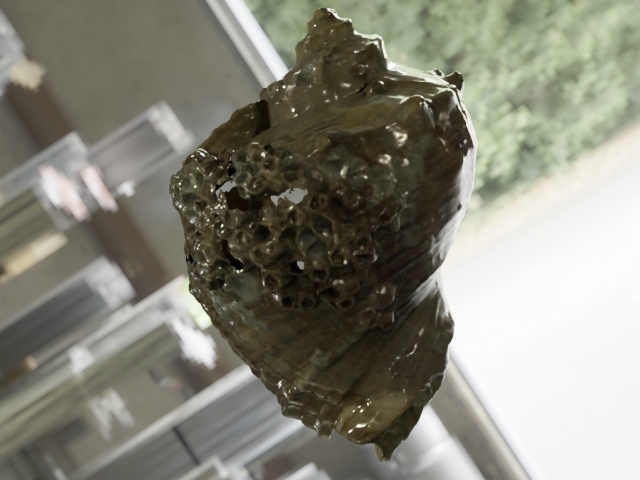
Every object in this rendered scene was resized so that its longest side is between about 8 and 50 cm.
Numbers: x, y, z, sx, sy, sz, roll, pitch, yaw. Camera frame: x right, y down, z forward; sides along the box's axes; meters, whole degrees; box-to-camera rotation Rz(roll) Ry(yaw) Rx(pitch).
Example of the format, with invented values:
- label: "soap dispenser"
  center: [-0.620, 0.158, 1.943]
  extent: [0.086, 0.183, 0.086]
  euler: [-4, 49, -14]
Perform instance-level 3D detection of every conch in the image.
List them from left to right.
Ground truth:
- label: "conch"
  center: [0.000, 0.000, 0.947]
  extent: [0.163, 0.245, 0.178]
  euler: [-12, 5, -32]
